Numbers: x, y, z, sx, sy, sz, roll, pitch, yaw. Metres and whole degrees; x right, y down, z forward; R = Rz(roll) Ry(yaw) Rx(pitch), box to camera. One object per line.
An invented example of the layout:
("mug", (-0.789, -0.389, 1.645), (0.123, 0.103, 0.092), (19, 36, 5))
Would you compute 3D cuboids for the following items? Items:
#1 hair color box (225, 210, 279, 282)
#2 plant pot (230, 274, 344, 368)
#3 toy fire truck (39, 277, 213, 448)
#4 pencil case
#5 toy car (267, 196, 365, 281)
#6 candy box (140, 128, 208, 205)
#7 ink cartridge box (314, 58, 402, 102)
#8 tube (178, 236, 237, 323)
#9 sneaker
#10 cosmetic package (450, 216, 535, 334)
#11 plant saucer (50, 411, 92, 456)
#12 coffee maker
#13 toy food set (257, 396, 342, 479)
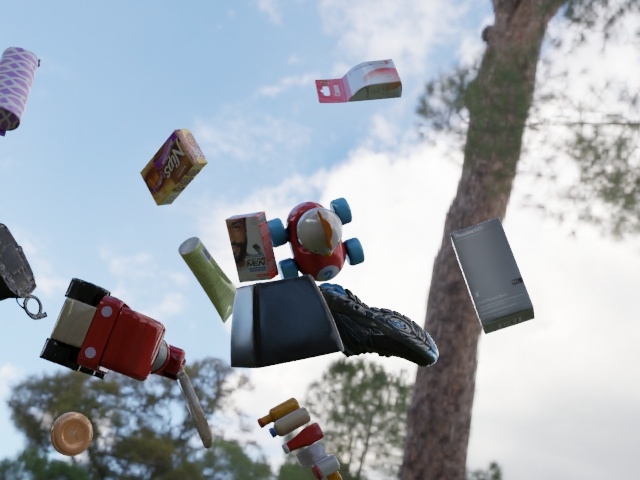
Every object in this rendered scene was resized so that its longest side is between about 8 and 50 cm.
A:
("hair color box", (-0.170, 0.017, 2.233), (0.093, 0.167, 0.053), (-7, 12, 24))
("plant pot", (-0.085, 0.163, 1.837), (0.188, 0.166, 0.187), (-9, -3, -23))
("toy fire truck", (-0.248, 0.178, 1.267), (0.246, 0.158, 0.217), (19, -13, 4))
("pencil case", (-0.692, -0.339, 2.006), (0.086, 0.206, 0.088), (20, -39, -22))
("toy car", (0.000, 0.000, 2.214), (0.219, 0.210, 0.238), (-17, 1, -10))
("candy box", (-0.371, -0.183, 2.265), (0.053, 0.109, 0.187), (-12, -23, -48))
("ink cartridge box", (0.080, -0.350, 1.964), (0.179, 0.145, 0.045), (-3, -59, -3))
("tube", (-0.267, 0.095, 2.206), (0.070, 0.062, 0.240), (-27, -54, 6))
("sneaker", (0.125, 0.231, 2.205), (0.341, 0.139, 0.125), (27, 17, 14))
("cosmetic package", (0.393, 0.081, 2.055), (0.127, 0.238, 0.107), (-21, -23, 7))
("plant saucer", (-0.476, 0.372, 1.724), (0.083, 0.083, 0.013), (31, -26, -31))
("coffee maker", (-0.570, 0.080, 1.460), (0.178, 0.171, 0.120), (-23, -9, 12))
("toy food set", (-0.046, 0.478, 2.061), (0.105, 0.232, 0.111), (-25, -14, -19))
